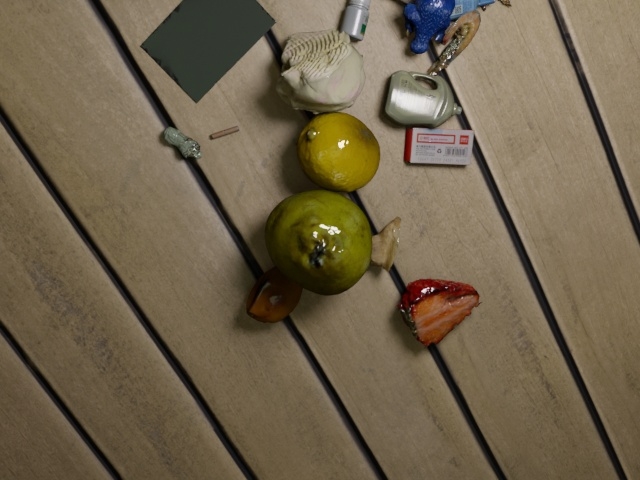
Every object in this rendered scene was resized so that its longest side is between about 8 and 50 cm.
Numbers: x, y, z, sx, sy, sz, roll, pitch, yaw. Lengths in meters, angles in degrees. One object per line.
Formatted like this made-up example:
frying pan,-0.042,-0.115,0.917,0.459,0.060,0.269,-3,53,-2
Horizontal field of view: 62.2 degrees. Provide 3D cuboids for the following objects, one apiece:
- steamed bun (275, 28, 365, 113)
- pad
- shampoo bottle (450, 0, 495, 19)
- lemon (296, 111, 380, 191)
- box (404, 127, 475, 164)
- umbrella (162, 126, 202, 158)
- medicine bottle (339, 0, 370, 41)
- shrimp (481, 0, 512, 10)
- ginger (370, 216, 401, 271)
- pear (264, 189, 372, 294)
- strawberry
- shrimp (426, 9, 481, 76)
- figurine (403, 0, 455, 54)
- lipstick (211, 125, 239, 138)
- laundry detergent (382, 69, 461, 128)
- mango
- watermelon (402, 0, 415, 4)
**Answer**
steamed bun,0.005,-0.499,1.625,0.275,0.320,0.206,-10,140,18
pad,-0.356,-0.656,1.691,0.367,0.007,0.247,-44,104,6
shampoo bottle,0.433,-0.762,1.705,0.258,0.061,0.104,-12,116,1
lemon,0.059,-0.277,1.689,0.260,0.284,0.261,1,92,22
box,0.406,-0.322,1.824,0.229,0.050,0.123,1,102,-5
umbrella,-0.448,-0.317,1.736,0.143,0.062,0.067,38,66,-6
medicine bottle,0.113,-0.708,1.685,0.080,0.080,0.130,13,102,-9
shrimp,0.570,-0.784,1.742,0.114,0.023,0.083,34,101,-7
ginger,0.213,0.000,1.861,0.122,0.115,0.193,18,90,7
pear,0.000,0.000,1.690,0.351,0.413,0.352,0,90,-8
strawberry,0.402,0.214,1.910,0.280,0.150,0.253,-42,124,3
shrimp,0.423,-0.636,1.721,0.052,0.143,0.251,43,105,29
figurine,0.337,-0.688,1.625,0.164,0.121,0.262,-9,135,-8
lipstick,-0.315,-0.358,1.759,0.094,0.019,0.019,-18,105,-2
laundry detergent,0.341,-0.458,1.753,0.253,0.091,0.181,11,93,-3
mango,-0.151,0.180,1.852,0.166,0.136,0.236,28,95,-26
watermelon,0.258,-0.847,1.664,0.207,0.136,0.202,-27,122,-21
